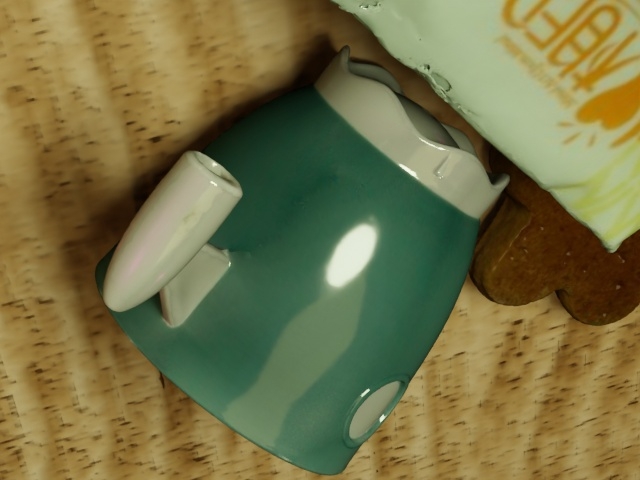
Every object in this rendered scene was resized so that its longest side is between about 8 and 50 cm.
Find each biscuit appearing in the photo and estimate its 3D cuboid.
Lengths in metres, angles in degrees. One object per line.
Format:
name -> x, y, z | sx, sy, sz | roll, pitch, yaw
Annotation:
biscuit -> 0.184, -0.052, 0.962 | 0.179, 0.039, 0.236 | 17, 119, -31

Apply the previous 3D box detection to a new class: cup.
cup -> 0.000, 0.000, 0.851 | 0.173, 0.167, 0.299 | -52, 156, 10

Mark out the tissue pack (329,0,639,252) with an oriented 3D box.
tissue pack -> 0.174, -0.216, 0.736 | 0.388, 0.162, 0.287 | -43, 129, 14
